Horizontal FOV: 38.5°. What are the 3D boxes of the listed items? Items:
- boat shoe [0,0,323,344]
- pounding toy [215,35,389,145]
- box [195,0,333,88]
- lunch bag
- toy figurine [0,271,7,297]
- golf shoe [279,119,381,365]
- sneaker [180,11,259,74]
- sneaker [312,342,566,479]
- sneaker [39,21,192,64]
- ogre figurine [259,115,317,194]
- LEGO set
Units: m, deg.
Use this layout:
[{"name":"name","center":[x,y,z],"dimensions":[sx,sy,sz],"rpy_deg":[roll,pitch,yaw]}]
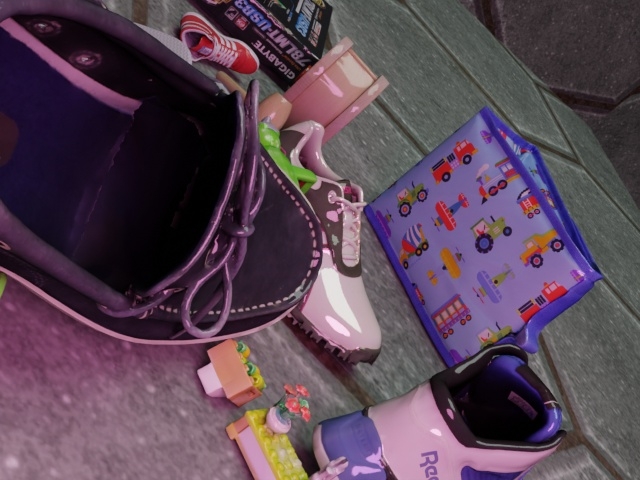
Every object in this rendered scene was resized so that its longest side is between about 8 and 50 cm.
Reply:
[{"name":"boat shoe","center":[-0.110,-0.028,0.605],"dimensions":[0.500,0.156,0.187],"rpy_deg":[34,71,-59]},{"name":"pounding toy","center":[-0.021,-0.197,1.125],"dimensions":[0.155,0.154,0.269],"rpy_deg":[47,13,-7]},{"name":"box","center":[-0.112,-0.394,1.390],"dimensions":[0.293,0.073,0.295],"rpy_deg":[42,25,-18]},{"name":"lunch bag","center":[0.212,0.017,1.169],"dimensions":[0.138,0.221,0.293],"rpy_deg":[27,33,-40]},{"name":"toy figurine","center":[-0.259,0.049,0.454],"dimensions":[0.159,0.130,0.173],"rpy_deg":[26,2,-19]},{"name":"golf shoe","center":[0.000,0.000,0.964],"dimensions":[0.105,0.120,0.273],"rpy_deg":[4,51,-59]},{"name":"sneaker","center":[-0.131,-0.242,1.176],"dimensions":[0.118,0.042,0.067],"rpy_deg":[31,26,-20]},{"name":"sneaker","center":[0.152,0.197,0.837],"dimensions":[0.315,0.182,0.127],"rpy_deg":[34,28,-49]},{"name":"sneaker","center":[-0.248,-0.165,0.821],"dimensions":[0.258,0.091,0.094],"rpy_deg":[19,41,-14]},{"name":"ogre figurine","center":[-0.071,-0.041,0.900],"dimensions":[0.097,0.118,0.197],"rpy_deg":[35,28,-30]},{"name":"LEGO set","center":[-0.016,0.181,0.688],"dimensions":[0.132,0.107,0.287],"rpy_deg":[36,28,-28]}]
